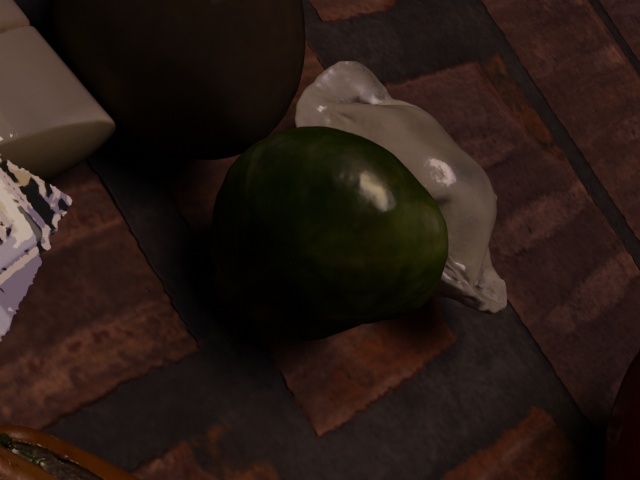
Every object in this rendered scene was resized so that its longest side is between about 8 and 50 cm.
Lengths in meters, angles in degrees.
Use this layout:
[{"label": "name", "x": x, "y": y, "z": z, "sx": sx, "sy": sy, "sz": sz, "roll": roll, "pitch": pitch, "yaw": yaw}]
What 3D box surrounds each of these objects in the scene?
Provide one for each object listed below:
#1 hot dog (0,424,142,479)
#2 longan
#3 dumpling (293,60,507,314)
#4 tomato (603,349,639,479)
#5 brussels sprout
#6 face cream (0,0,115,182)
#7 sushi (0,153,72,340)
[{"label": "hot dog", "x": -0.105, "y": 0.184, "z": 0.665, "sx": 0.249, "sy": 0.068, "sz": 0.100, "roll": 34, "pitch": 40, "yaw": -25}, {"label": "longan", "x": -0.102, "y": -0.161, "z": 0.841, "sx": 0.198, "sy": 0.198, "sz": 0.212, "roll": -11, "pitch": 87, "yaw": -50}, {"label": "dumpling", "x": 0.069, "y": -0.035, "z": 0.968, "sx": 0.250, "sy": 0.132, "sz": 0.162, "roll": 54, "pitch": 34, "yaw": 0}, {"label": "tomato", "x": 0.384, "y": 0.222, "z": 1.002, "sx": 0.341, "sy": 0.273, "sz": 0.341, "roll": 16, "pitch": 50, "yaw": -20}, {"label": "brussels sprout", "x": -0.001, "y": -0.005, "z": 0.832, "sx": 0.161, "sy": 0.180, "sz": 0.144, "roll": 21, "pitch": 56, "yaw": -49}, {"label": "face cream", "x": -0.289, "y": -0.167, "z": 0.729, "sx": 0.348, "sy": 0.081, "sz": 0.173, "roll": 50, "pitch": 36, "yaw": -4}, {"label": "sushi", "x": -0.274, "y": 0.023, "z": 0.564, "sx": 0.264, "sy": 0.050, "sz": 0.290, "roll": 33, "pitch": 56, "yaw": -25}]
